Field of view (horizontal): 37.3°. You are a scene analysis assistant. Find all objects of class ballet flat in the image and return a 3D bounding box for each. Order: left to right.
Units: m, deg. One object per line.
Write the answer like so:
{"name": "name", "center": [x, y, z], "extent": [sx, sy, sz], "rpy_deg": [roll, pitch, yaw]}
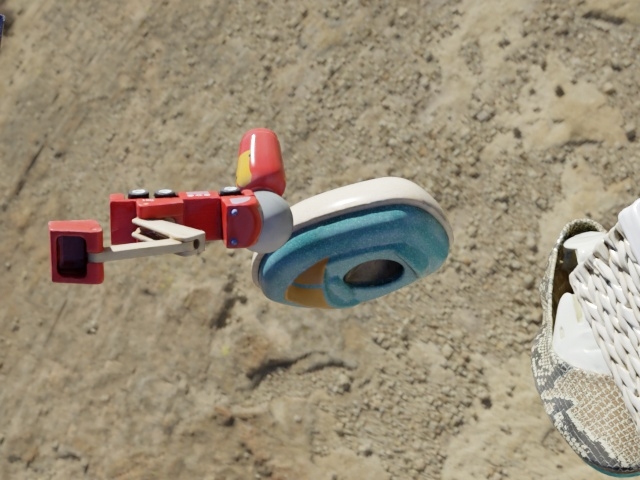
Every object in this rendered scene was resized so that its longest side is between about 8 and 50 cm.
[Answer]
{"name": "ballet flat", "center": [0.362, 0.100, 1.269], "extent": [0.164, 0.182, 0.483], "rpy_deg": [-1, 25, 10]}

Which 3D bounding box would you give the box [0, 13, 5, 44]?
{"name": "box", "center": [-0.200, -0.029, 0.447], "extent": [0.225, 0.036, 0.136], "rpy_deg": [-4, 79, 51]}

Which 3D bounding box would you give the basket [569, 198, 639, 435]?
{"name": "basket", "center": [0.271, 0.061, 0.682], "extent": [0.103, 0.113, 0.167], "rpy_deg": [122, 136, -54]}

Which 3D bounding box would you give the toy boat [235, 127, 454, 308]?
{"name": "toy boat", "center": [0.000, 0.000, 1.140], "extent": [0.267, 0.318, 0.148], "rpy_deg": [-22, 54, 25]}

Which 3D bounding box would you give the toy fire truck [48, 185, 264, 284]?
{"name": "toy fire truck", "center": [-0.139, -0.008, 0.838], "extent": [0.135, 0.192, 0.047], "rpy_deg": [-129, 39, -68]}
